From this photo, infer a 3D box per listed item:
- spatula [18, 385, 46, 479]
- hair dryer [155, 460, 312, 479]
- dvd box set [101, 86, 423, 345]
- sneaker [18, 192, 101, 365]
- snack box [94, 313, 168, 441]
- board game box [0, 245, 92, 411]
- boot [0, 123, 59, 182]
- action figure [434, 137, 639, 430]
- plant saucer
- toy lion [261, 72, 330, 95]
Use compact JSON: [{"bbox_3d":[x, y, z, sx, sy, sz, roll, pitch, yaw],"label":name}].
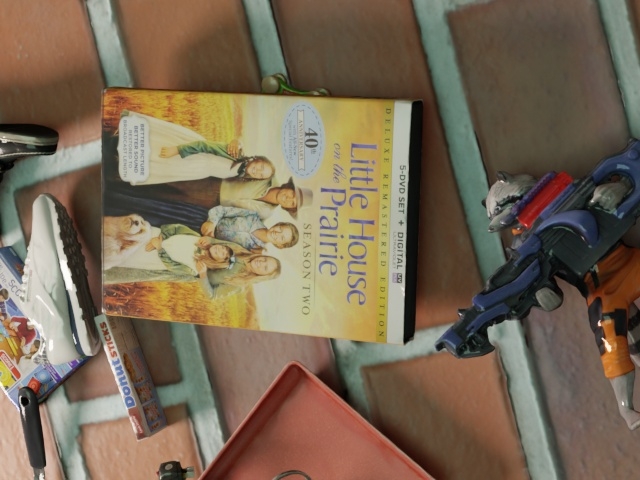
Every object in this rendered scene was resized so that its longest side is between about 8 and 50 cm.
[{"bbox_3d":[-0.404,0.346,1.858,0.084,0.030,0.296,2,103,19],"label":"spatula"},{"bbox_3d":[-0.119,0.437,1.710,0.224,0.080,0.293,5,104,13],"label":"hair dryer"},{"bbox_3d":[-0.081,-0.036,1.663,0.421,0.062,0.307,5,100,19],"label":"dvd box set"},{"bbox_3d":[-0.370,0.052,1.780,0.095,0.090,0.235,-13,83,9],"label":"sneaker"},{"bbox_3d":[-0.258,0.181,1.785,0.022,0.064,0.178,-19,90,18],"label":"snack box"},{"bbox_3d":[-0.433,0.127,1.854,0.136,0.035,0.201,-40,83,19],"label":"board game box"},{"bbox_3d":[-0.458,-0.071,1.813,0.236,0.085,0.178,1,99,25],"label":"boot"},{"bbox_3d":[0.292,0.065,1.528,0.341,0.178,0.330,-37,79,-5],"label":"action figure"},{"bbox_3d":[-0.006,0.327,1.726,0.258,0.048,0.259,40,108,10],"label":"plant saucer"},{"bbox_3d":[-0.034,-0.157,1.685,0.100,0.034,0.096,20,111,15],"label":"toy lion"}]
